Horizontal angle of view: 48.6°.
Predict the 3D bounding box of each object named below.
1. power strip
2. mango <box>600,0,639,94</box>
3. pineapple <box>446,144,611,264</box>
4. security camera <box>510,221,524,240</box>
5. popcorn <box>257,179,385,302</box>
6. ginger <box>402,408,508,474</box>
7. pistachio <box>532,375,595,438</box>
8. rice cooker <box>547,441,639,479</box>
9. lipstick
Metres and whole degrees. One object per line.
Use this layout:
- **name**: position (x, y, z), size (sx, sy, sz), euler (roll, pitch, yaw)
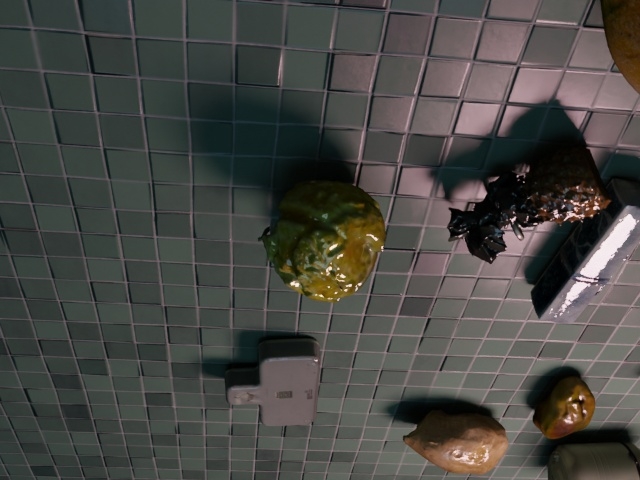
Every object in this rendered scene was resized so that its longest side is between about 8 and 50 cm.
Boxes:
- **power strip**: position (-0.100, 0.296, 1.461), size (0.194, 0.059, 0.264), euler (-2, 137, -6)
- **mango**: position (0.418, -0.271, 0.811), size (0.193, 0.146, 0.316), euler (-35, 114, 29)
- **pineapple**: position (0.299, -0.051, 1.056), size (0.237, 0.119, 0.111), euler (-23, 120, 24)
- **security camera**: position (0.345, -0.041, 1.116), size (0.092, 0.058, 0.058), euler (-26, 132, 20)
- **popcorn**: position (0.000, 0.000, 1.071), size (0.198, 0.212, 0.197), euler (-1, 95, -15)
- **ginger**: position (0.318, 0.451, 1.590), size (0.267, 0.152, 0.137), euler (18, 105, -13)
- **pistachio**: position (0.531, 0.371, 1.530), size (0.110, 0.100, 0.189), euler (9, 135, -6)
- **rice cooker**: position (0.677, 0.596, 1.695), size (0.244, 0.226, 0.226), euler (-4, 137, -1)
- **lipstick**: position (0.448, 0.023, 1.168), size (0.077, 0.077, 0.289), euler (10, 135, -11)
